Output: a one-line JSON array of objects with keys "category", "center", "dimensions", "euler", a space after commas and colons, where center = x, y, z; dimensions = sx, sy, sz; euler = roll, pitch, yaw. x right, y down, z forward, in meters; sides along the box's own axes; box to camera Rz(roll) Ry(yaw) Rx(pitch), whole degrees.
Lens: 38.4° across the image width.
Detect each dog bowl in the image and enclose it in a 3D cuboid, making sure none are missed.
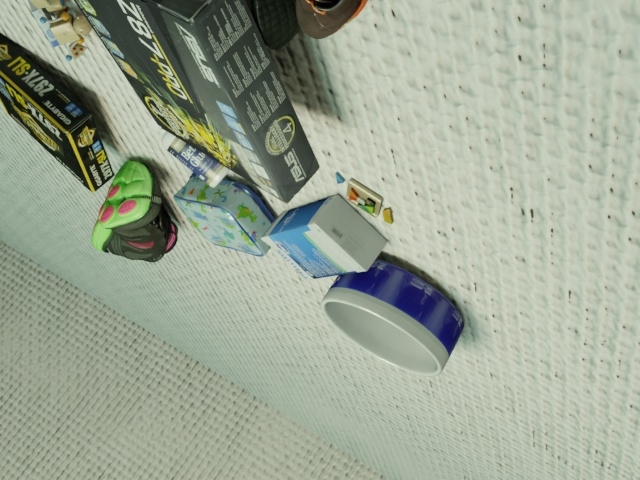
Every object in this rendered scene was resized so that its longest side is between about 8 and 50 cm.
[{"category": "dog bowl", "center": [0.138, 0.148, 1.769], "dimensions": [0.265, 0.104, 0.265], "euler": [28, 160, 11]}]

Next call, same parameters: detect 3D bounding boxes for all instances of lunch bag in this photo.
[{"category": "lunch bag", "center": [-0.193, -0.051, 1.926], "dimensions": [0.219, 0.090, 0.176], "euler": [14, 148, 47]}]

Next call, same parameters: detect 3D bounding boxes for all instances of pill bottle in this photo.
[{"category": "pill bottle", "center": [-0.233, -0.185, 1.702], "dimensions": [0.169, 0.094, 0.094], "euler": [39, 159, -7]}]

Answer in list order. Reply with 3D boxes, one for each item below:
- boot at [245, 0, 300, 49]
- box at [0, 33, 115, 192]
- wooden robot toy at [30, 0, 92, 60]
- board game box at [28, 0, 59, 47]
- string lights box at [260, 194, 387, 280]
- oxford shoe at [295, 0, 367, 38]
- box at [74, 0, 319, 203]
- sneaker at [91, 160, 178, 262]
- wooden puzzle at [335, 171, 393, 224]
[{"category": "boot", "center": [-0.111, -0.370, 1.175], "dimensions": [0.161, 0.083, 0.246], "euler": [38, 163, 34]}, {"category": "box", "center": [-0.616, -0.284, 2.069], "dimensions": [0.322, 0.079, 0.257], "euler": [41, 159, 17]}, {"category": "wooden robot toy", "center": [-0.450, -0.401, 1.670], "dimensions": [0.079, 0.076, 0.173], "euler": [-9, 142, 14]}, {"category": "board game box", "center": [-0.517, -0.419, 1.707], "dimensions": [0.090, 0.020, 0.090], "euler": [71, 172, -54]}, {"category": "string lights box", "center": [0.000, 0.000, 1.744], "dimensions": [0.133, 0.076, 0.260], "euler": [43, 159, -16]}, {"category": "oxford shoe", "center": [0.004, -0.302, 1.069], "dimensions": [0.097, 0.098, 0.271], "euler": [37, 159, 1]}, {"category": "box", "center": [-0.187, -0.254, 1.325], "dimensions": [0.318, 0.097, 0.395], "euler": [30, 161, 31]}, {"category": "sneaker", "center": [-0.431, -0.058, 2.238], "dimensions": [0.202, 0.185, 0.483], "euler": [22, 165, -12]}, {"category": "wooden puzzle", "center": [0.073, -0.069, 1.570], "dimensions": [0.116, 0.014, 0.078], "euler": [31, 158, 17]}]
